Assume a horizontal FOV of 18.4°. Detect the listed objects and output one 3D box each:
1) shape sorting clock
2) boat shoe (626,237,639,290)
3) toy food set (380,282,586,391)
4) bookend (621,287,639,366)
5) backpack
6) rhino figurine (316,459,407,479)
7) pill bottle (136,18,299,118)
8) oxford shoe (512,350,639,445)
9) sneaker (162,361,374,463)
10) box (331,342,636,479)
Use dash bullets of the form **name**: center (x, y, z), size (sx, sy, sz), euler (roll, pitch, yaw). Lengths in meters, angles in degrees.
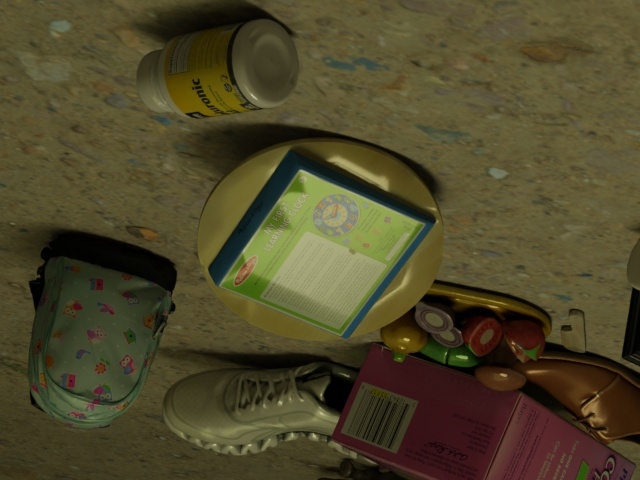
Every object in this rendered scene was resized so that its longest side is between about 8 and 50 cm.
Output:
- **shape sorting clock**: center (0.000, 0.000, 1.649), size (0.206, 0.040, 0.206), euler (-2, 129, -3)
- **boat shoe**: center (0.319, 0.005, 1.575), size (0.063, 0.066, 0.184), euler (22, 149, -24)
- **toy food set**: center (0.151, 0.100, 1.919), size (0.218, 0.071, 0.128), euler (10, 161, 5)
- **bookend**: center (0.379, 0.088, 1.742), size (0.156, 0.072, 0.157), euler (25, 157, -33)
- **backpack**: center (-0.227, 0.094, 1.966), size (0.152, 0.182, 0.115), euler (15, 161, -6)
- **rhino figurine**: center (0.073, 0.340, 2.647), size (0.106, 0.073, 0.243), euler (27, 158, -29)
- **pill bottle**: center (-0.078, -0.122, 1.440), size (0.116, 0.065, 0.065), euler (-5, 155, 42)
- **oxford shoe**: center (0.280, 0.164, 2.020), size (0.212, 0.076, 0.076), euler (20, 161, -17)
- **sneaker**: center (-0.037, 0.179, 2.232), size (0.292, 0.110, 0.118), euler (1, 152, 6)
- **box**: center (0.175, 0.226, 2.113), size (0.213, 0.117, 0.243), euler (16, 169, 44)
